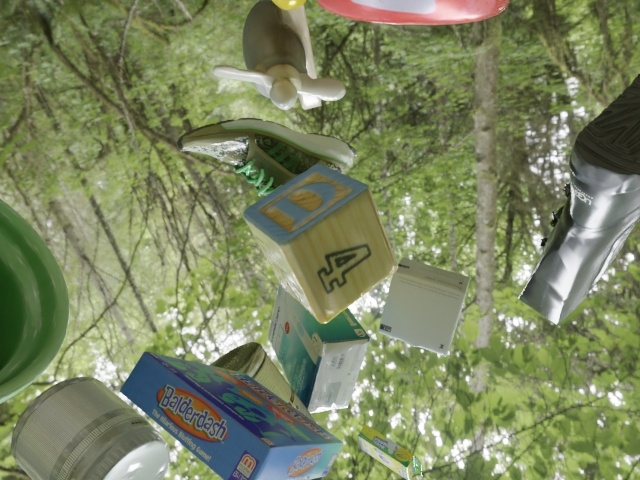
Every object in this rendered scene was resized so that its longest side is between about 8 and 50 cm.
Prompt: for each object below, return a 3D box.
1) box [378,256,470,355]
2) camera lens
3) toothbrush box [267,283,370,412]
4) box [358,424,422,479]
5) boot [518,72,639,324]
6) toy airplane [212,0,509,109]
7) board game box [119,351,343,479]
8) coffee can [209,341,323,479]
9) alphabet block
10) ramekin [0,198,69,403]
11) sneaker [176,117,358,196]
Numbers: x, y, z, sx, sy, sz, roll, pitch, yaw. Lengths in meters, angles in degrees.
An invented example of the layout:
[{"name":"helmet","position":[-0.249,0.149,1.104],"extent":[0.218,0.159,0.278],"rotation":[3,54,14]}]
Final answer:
[{"name":"box","position":[0.261,0.162,1.237],"extent":[0.180,0.182,0.119],"rotation":[17,-158,16]},{"name":"camera lens","position":[-0.487,0.438,1.040],"extent":[0.274,0.220,0.219],"rotation":[24,-137,28]},{"name":"toothbrush box","position":[-0.018,0.243,1.232],"extent":[0.126,0.217,0.295],"rotation":[2,-152,-25]},{"name":"box","position":[0.190,0.580,1.329],"extent":[0.179,0.105,0.043],"rotation":[20,-126,31]},{"name":"boot","position":[0.526,-0.072,0.836],"extent":[0.366,0.445,0.146],"rotation":[-31,-127,-9]},{"name":"toy airplane","position":[-0.055,-0.295,0.379],"extent":[0.272,0.386,0.384],"rotation":[-34,-165,-11]},{"name":"board game box","position":[-0.079,0.187,0.513],"extent":[0.160,0.210,0.047],"rotation":[26,-100,26]},{"name":"coffee can","position":[-0.128,0.382,1.022],"extent":[0.201,0.275,0.201],"rotation":[-31,-166,8]},{"name":"alphabet block","position":[0.000,0.000,0.935],"extent":[0.193,0.197,0.192],"rotation":[-34,-146,-14]},{"name":"ramekin","position":[-0.419,0.063,0.458],"extent":[0.148,0.303,0.303],"rotation":[-40,-162,16]},{"name":"sneaker","position":[-0.105,-0.152,1.074],"extent":[0.410,0.182,0.158],"rotation":[5,176,-25]}]
